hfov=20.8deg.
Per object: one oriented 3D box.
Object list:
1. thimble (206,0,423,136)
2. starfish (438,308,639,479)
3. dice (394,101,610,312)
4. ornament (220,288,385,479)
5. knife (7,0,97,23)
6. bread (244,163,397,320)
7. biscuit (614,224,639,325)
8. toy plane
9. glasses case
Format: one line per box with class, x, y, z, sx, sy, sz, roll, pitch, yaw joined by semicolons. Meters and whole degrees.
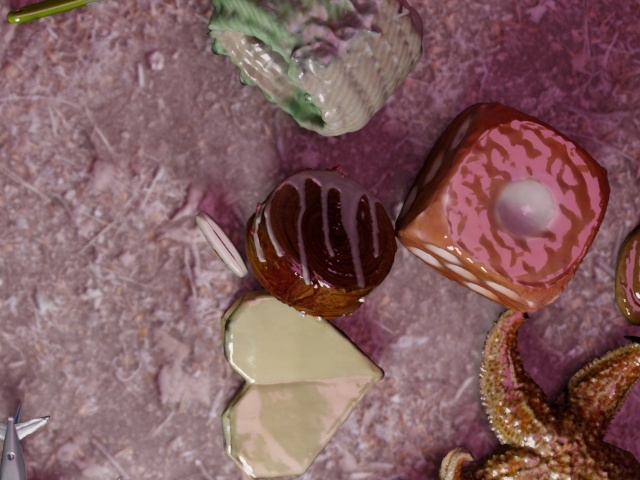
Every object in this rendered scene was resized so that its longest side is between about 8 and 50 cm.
thimble;-0.004;-0.215;1.801;0.219;0.219;0.150;42;79;-10
starfish;0.285;0.231;1.931;0.312;0.113;0.303;35;82;-8
dice;0.194;-0.036;1.874;0.175;0.179;0.174;30;84;-7
ornament;-0.018;0.152;1.883;0.180;0.059;0.201;-2;93;-15
knife;-0.242;-0.260;1.844;0.184;0.022;0.026;-19;120;-14
bread;0.000;0.000;1.846;0.160;0.073;0.160;11;58;-18
biscuit;0.477;0.050;2.011;0.290;0.041;0.208;2;90;-13
toy plane;-0.317;0.283;1.805;0.226;0.058;0.226;0;90;2
glasses case;-0.106;0.004;1.870;0.021;0.032;0.083;-37;99;-8
